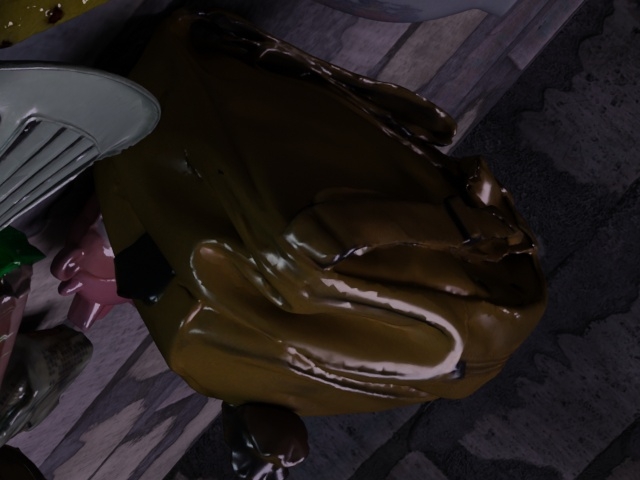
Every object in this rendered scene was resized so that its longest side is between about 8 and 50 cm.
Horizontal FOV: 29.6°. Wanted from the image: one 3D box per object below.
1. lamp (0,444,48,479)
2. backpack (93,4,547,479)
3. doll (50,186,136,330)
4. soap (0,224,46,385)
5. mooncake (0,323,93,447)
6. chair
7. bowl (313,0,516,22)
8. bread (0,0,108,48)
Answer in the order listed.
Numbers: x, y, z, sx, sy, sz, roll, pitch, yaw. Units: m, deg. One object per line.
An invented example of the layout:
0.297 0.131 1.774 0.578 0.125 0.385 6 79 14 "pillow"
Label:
-0.376 0.308 1.278 0.185 0.161 0.161 -52 169 26 "lamp"
0.004 -0.003 0.923 0.378 0.353 0.201 18 125 -34 "backpack"
-0.150 -0.017 1.087 0.211 0.093 0.262 -60 162 24 "doll"
-0.316 0.109 0.879 0.218 0.098 0.273 -39 168 -38 "soap"
-0.291 0.136 1.172 0.130 0.073 0.125 -47 174 15 "mooncake"
-0.227 0.003 0.559 0.275 0.190 0.203 -59 169 1 "chair"
0.121 -0.267 0.882 0.345 0.157 0.345 -50 180 0 "bowl"
-0.140 -0.164 0.670 0.226 0.049 0.088 -38 167 -43 "bread"
